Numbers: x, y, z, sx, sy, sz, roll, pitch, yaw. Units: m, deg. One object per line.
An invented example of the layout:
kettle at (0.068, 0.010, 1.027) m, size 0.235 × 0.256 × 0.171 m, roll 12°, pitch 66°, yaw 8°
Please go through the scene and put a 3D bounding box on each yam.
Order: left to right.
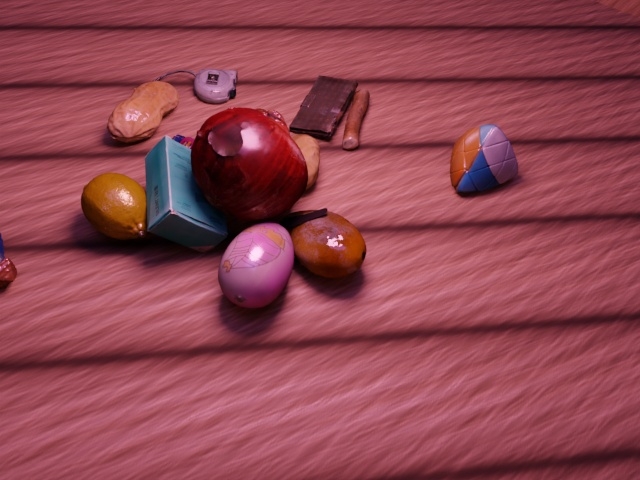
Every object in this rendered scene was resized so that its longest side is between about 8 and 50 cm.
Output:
yam at (0.127, -0.442, 2.081) m, size 0.066 × 0.066 × 0.299 m, roll 13°, pitch 53°, yaw 4°

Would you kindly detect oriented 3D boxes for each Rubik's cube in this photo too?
Rubik's cube at (0.555, -0.277, 1.963) m, size 0.255 × 0.254 × 0.254 m, roll 3°, pitch 52°, yaw -4°

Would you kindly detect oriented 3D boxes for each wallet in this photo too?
wallet at (0.015, -0.495, 2.105) m, size 0.169 × 0.044 × 0.317 m, roll 11°, pitch 53°, yaw 19°

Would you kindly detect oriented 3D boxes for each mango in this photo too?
mango at (0.000, 0.000, 1.676) m, size 0.193 × 0.146 × 0.316 m, roll -35°, pitch 43°, yaw -25°

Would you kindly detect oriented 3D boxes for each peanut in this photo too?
peanut at (-0.600, -0.446, 1.965) m, size 0.149 × 0.149 × 0.313 m, roll 18°, pitch 48°, yaw 8°
peanut at (-0.088, -0.211, 1.830) m, size 0.148 × 0.147 × 0.318 m, roll 21°, pitch 57°, yaw 10°

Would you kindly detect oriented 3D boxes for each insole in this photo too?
insole at (-0.049, -0.066, 1.673) m, size 0.153 × 0.002 × 0.053 m, roll -18°, pitch 33°, yaw 15°

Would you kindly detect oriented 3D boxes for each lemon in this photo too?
lemon at (-0.581, -0.097, 1.659) m, size 0.248 × 0.184 × 0.184 m, roll 37°, pitch 57°, yaw 15°

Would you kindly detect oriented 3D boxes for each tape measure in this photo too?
tape measure at (-0.474, -0.581, 2.112) m, size 0.330 × 0.084 × 0.164 m, roll 1°, pitch 48°, yaw -7°

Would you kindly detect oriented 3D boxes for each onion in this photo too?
onion at (-0.214, -0.221, 1.617) m, size 0.341 × 0.341 × 0.341 m, roll 3°, pitch 52°, yaw -4°

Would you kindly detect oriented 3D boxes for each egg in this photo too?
egg at (-0.168, 0.060, 1.570) m, size 0.196 × 0.196 × 0.271 m, roll 22°, pitch 60°, yaw 11°

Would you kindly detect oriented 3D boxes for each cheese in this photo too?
cheese at (-0.393, -0.299, 1.913) m, size 0.244 × 0.062 × 0.155 m, roll 19°, pitch 54°, yaw 10°

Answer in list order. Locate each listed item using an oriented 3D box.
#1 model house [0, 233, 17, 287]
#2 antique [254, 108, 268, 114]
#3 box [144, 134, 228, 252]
model house at (-0.980, 0.028, 1.494) m, size 0.329 × 0.251 × 0.295 m, roll 31°, pitch 55°, yaw 10°
antique at (-0.209, -0.410, 1.997) m, size 0.104 × 0.104 × 0.104 m, roll 3°, pitch 52°, yaw -4°
box at (-0.400, -0.134, 1.689) m, size 0.205 × 0.118 × 0.311 m, roll 24°, pitch 39°, yaw -41°
